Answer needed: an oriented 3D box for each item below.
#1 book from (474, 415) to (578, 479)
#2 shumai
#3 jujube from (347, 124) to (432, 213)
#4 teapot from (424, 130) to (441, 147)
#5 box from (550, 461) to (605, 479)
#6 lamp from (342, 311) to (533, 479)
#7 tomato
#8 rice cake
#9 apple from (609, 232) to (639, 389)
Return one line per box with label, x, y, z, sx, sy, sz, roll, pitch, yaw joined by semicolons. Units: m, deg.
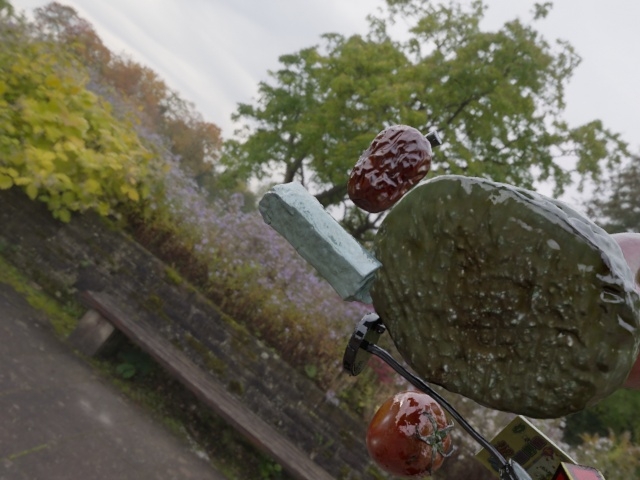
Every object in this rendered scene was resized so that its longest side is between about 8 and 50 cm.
book;0.487;0.523;1.326;0.192;0.168;0.013;40;26;13
shumai;0.304;0.056;0.902;0.397;0.324;0.323;29;29;25
jujube;0.167;-0.171;1.377;0.155;0.230;0.155;36;-15;11
teapot;0.271;-0.258;1.546;0.043;0.110;0.043;43;35;-40
box;0.368;0.443;0.758;0.074;0.153;0.240;9;23;-6
lamp;0.172;0.279;0.896;0.371;0.108;0.130;45;11;20
tomato;0.163;0.365;1.063;0.167;0.167;0.167;38;-6;4
rice cake;0.000;0.000;0.769;0.206;0.063;0.069;47;32;20
apple;0.646;0.152;1.197;0.344;0.345;0.269;36;-33;20
